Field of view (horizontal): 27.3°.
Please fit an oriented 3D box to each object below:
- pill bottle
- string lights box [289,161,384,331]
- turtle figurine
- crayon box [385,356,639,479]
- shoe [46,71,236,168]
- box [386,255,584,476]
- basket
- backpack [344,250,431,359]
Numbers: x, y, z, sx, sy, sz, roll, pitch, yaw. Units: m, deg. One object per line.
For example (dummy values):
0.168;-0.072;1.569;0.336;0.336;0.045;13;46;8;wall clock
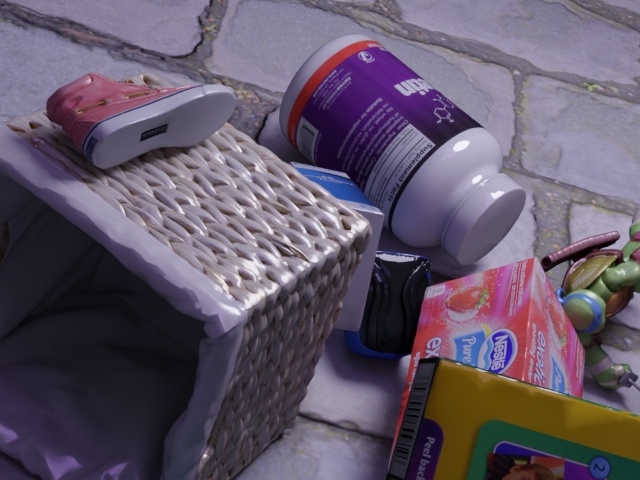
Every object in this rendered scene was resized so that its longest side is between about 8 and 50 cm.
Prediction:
0.109;-0.116;1.718;0.181;0.181;0.323;-25;57;-40;pill bottle
0.000;0.000;1.497;0.076;0.133;0.260;10;11;-10;string lights box
0.402;0.081;1.605;0.274;0.198;0.266;4;22;20;turtle figurine
0.196;0.319;1.165;0.313;0.106;0.363;17;82;-5;crayon box
-0.164;-0.125;1.216;0.081;0.063;0.178;42;42;24;shoe
0.186;0.179;1.404;0.142;0.154;0.300;-17;31;26;box
-0.178;0.060;1.299;0.331;0.328;0.266;34;37;17;basket
0.077;0.082;1.549;0.098;0.101;0.120;4;74;-12;backpack
